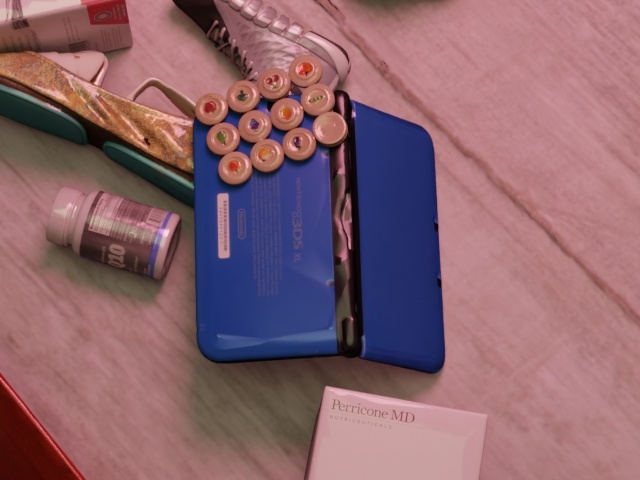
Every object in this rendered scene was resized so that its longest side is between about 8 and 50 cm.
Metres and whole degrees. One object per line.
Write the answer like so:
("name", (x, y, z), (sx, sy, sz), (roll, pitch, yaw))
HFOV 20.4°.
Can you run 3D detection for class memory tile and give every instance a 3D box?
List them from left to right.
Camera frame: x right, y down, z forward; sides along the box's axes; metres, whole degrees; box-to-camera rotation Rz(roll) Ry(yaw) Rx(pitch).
("memory tile", (-0.053, -0.129, 1.907), (0.148, 0.012, 0.113), (-22, 73, 2))

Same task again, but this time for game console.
("game console", (0.000, 0.000, 1.961), (0.250, 0.173, 0.293), (-4, 74, 8))

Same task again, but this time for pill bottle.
("pill bottle", (-0.230, -0.011, 1.979), (0.137, 0.078, 0.078), (17, 75, 3))

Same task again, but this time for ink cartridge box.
("ink cartridge box", (-0.331, -0.260, 2.003), (0.218, 0.158, 0.092), (-15, 77, -6))

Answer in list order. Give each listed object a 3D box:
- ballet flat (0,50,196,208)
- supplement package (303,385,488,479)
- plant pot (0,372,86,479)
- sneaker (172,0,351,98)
("ballet flat", (-0.237, -0.147, 2.000), (0.349, 0.123, 0.123), (26, 75, -1))
("supplement package", (0.060, 0.320, 1.847), (0.178, 0.175, 0.293), (10, 74, 1))
("plant pot", (-0.432, 0.277, 1.784), (0.267, 0.236, 0.267), (50, 46, 10))
("sneaker", (-0.090, -0.205, 2.036), (0.229, 0.086, 0.132), (27, 78, 4))
